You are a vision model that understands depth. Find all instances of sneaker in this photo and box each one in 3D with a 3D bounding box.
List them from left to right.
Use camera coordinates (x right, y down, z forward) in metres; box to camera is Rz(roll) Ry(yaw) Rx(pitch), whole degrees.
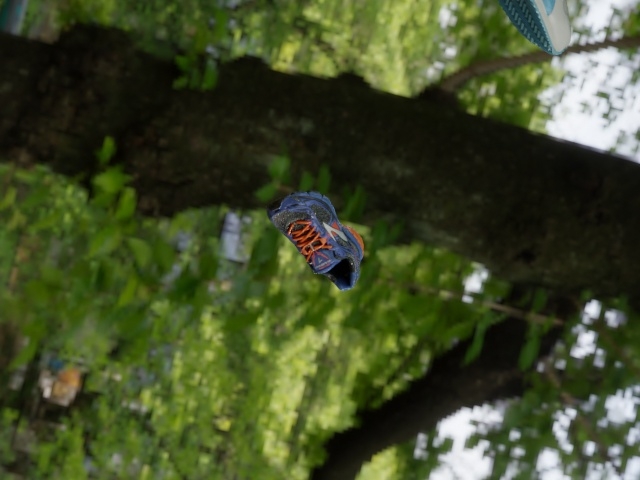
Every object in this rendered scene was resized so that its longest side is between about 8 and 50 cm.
[{"bbox_3d":[0.000,0.000,1.872,0.083,0.221,0.087,-27,-130,25],"label":"sneaker"},{"bbox_3d":[0.215,-0.289,1.272,0.087,0.092,0.229,43,-18,56],"label":"sneaker"}]
